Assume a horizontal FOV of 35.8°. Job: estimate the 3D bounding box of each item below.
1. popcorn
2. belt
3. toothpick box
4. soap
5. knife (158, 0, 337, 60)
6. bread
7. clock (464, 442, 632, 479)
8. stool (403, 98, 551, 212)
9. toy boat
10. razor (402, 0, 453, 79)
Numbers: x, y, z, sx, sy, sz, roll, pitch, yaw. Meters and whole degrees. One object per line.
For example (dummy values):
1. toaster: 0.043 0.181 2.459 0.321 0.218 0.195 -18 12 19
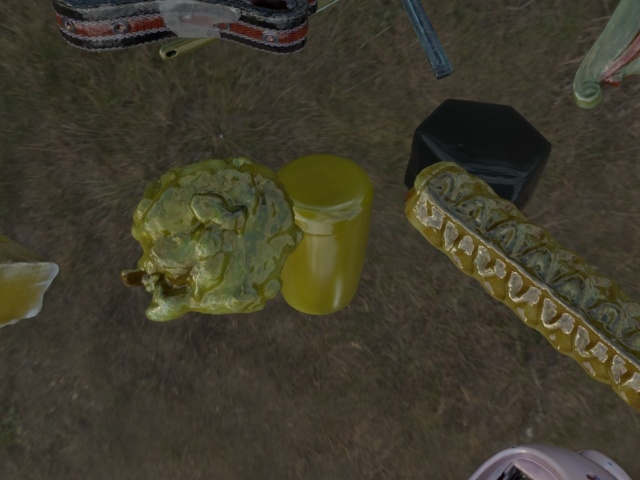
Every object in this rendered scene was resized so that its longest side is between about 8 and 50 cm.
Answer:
1. popcorn: -0.159 -0.001 1.390 0.266 0.192 0.233 -40 118 -11
2. belt: -0.182 -0.317 1.338 0.359 0.094 0.126 -3 62 0
3. toothpick box: 0.000 0.000 1.733 0.174 0.175 0.271 -3 133 -5
4. soap: -0.441 0.003 1.058 0.274 0.173 0.089 26 96 15
5. knife: -0.105 -0.364 1.642 0.342 0.027 0.061 -21 139 5
6. bread: 0.231 0.048 0.983 0.367 0.077 0.084 41 80 21
7. clock: 0.363 0.493 1.483 0.368 0.376 0.251 -47 136 -12
8. stool: 0.263 -0.126 1.674 0.232 0.232 0.141 3 133 -6
9. toy boat: 0.243 -0.182 0.738 0.071 0.089 0.185 16 84 17
10. razor: 0.083 -0.241 0.980 0.066 0.033 0.190 -21 71 -6
